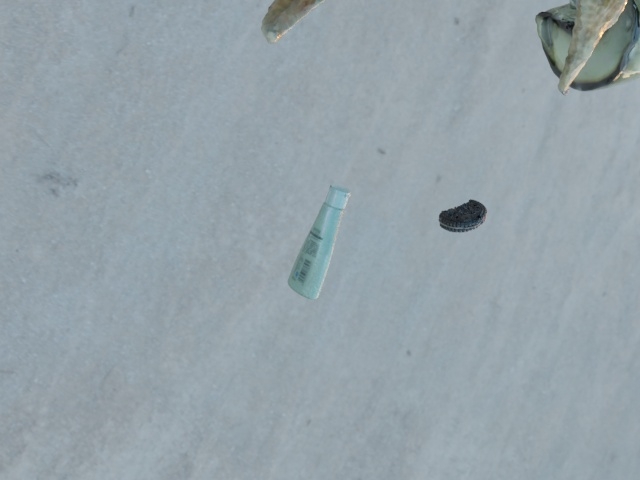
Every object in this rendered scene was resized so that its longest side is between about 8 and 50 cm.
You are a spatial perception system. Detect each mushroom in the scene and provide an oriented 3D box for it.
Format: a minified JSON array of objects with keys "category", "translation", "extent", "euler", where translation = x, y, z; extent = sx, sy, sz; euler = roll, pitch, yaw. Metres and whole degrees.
[{"category":"mushroom","translation":[0.500,-0.350,1.230],"extent":[0.164,0.267,0.189],"euler":[-13,86,-13]}]

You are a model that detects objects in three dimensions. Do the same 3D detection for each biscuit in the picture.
[{"category":"biscuit","translation":[0.257,-0.045,1.334],"extent":[0.089,0.087,0.027],"euler":[-75,160,-55]}]

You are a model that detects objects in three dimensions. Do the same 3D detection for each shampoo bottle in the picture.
[{"category":"shampoo bottle","translation":[0.000,0.000,1.222],"extent":[0.041,0.069,0.190],"euler":[7,110,-41]}]

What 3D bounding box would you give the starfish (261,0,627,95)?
[{"category":"starfish","translation":[0.103,-0.303,0.599],"extent":[0.384,0.398,0.132],"euler":[-20,157,1]}]
